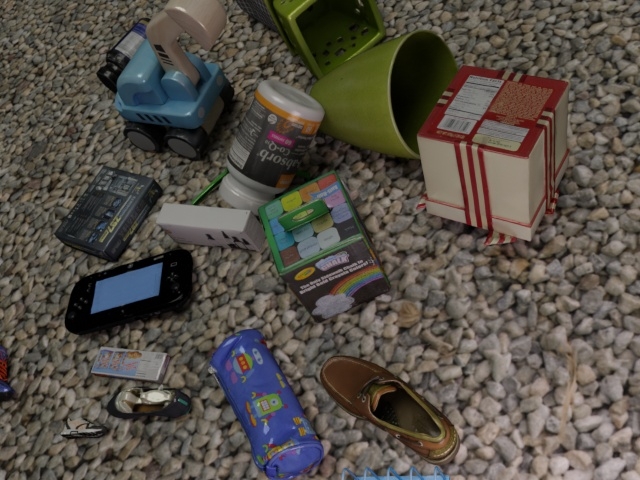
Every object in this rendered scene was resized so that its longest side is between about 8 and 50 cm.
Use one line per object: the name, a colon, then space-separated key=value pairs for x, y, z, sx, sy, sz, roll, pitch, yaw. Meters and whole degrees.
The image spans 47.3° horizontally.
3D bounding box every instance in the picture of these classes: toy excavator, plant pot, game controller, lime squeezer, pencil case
toy excavator: x=-0.363 y=-0.413 z=1.767 sx=0.433 sy=0.445 sz=0.222 roll=11 pitch=64 yaw=28
plant pot: x=-0.001 y=-0.582 z=1.881 sx=0.227 sy=0.228 sz=0.207 roll=-39 pitch=45 yaw=-6
game controller: x=-0.441 y=0.117 z=1.687 sx=0.319 sy=0.067 sz=0.166 roll=-16 pitch=54 yaw=11
plant pot: x=0.122 y=-0.313 z=1.648 sx=0.293 sy=0.275 sz=0.275 roll=3 pitch=58 yaw=43
lime squeezer: x=-0.176 y=-0.165 z=1.788 sx=0.310 sy=0.059 sz=0.110 roll=-12 pitch=87 yaw=14
pencil case: x=-0.112 y=0.309 z=1.392 sx=0.133 sy=0.119 sz=0.306 roll=-18 pitch=49 yaw=-20

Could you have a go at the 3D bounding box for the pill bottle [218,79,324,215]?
pill bottle: x=-0.117 y=-0.205 z=1.643 sx=0.162 sy=0.162 sz=0.278 roll=46 pitch=119 yaw=37

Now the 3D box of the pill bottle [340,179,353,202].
pill bottle: x=-0.007 y=-0.068 z=1.621 sx=0.160 sy=0.087 sz=0.087 roll=-21 pitch=53 yaw=7

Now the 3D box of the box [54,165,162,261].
box: x=-0.537 y=-0.072 z=1.855 sx=0.183 sy=0.059 sz=0.233 roll=14 pitch=64 yaw=29

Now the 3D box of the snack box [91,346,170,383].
snack box: x=-0.418 y=0.272 z=1.603 sx=0.178 sy=0.022 sz=0.064 roll=2 pitch=60 yaw=23

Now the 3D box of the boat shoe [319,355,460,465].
boat shoe: x=0.117 y=0.284 z=1.327 sx=0.307 sy=0.104 sz=0.111 roll=24 pitch=70 yaw=33

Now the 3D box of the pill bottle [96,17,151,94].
pill bottle: x=-0.543 y=-0.532 z=2.123 sx=0.123 sy=0.123 sz=0.219 roll=28 pitch=72 yaw=34

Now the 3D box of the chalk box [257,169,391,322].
chalk box: x=0.000 y=0.000 z=1.446 sx=0.180 sy=0.289 sz=0.179 roll=-25 pitch=53 yaw=5

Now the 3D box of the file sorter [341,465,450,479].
file sorter: x=0.124 y=0.442 z=1.220 sx=0.170 sy=0.104 sz=0.118 roll=-7 pitch=55 yaw=18

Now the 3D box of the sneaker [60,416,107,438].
sneaker: x=-0.499 y=0.394 z=1.544 sx=0.109 sy=0.040 sz=0.044 roll=-5 pitch=55 yaw=19

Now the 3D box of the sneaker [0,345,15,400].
sneaker: x=-0.768 y=0.286 z=1.702 sx=0.087 sy=0.083 sz=0.221 roll=-41 pitch=56 yaw=-17

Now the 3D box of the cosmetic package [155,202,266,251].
cosmetic package: x=-0.253 y=-0.030 z=1.689 sx=0.239 sy=0.099 sz=0.060 roll=5 pitch=60 yaw=26

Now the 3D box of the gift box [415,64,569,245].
gift box: x=0.327 y=-0.152 z=1.433 sx=0.255 sy=0.258 sz=0.276 roll=22 pitch=61 yaw=32

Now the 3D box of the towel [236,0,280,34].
towel: x=-0.170 y=-0.705 z=1.986 sx=0.121 sy=0.284 sz=0.235 roll=-41 pitch=52 yaw=-6

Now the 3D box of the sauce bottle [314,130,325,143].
sauce bottle: x=0.008 y=-0.296 z=1.795 sx=0.042 sy=0.042 sz=0.128 roll=0 pitch=58 yaw=22

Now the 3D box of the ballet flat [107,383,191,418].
ballet flat: x=-0.367 y=0.330 z=1.514 sx=0.203 sy=0.074 sz=0.074 roll=-3 pitch=57 yaw=20
